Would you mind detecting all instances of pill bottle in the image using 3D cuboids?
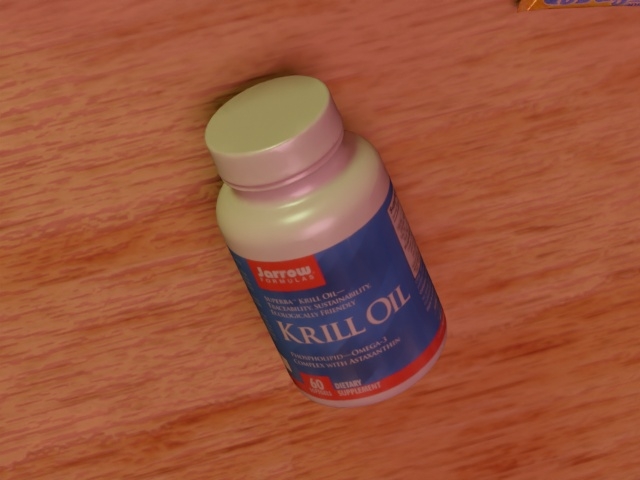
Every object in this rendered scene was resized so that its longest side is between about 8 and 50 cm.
[{"bbox_3d":[0.000,0.000,1.290,0.124,0.124,0.221,-25,123,0],"label":"pill bottle"}]

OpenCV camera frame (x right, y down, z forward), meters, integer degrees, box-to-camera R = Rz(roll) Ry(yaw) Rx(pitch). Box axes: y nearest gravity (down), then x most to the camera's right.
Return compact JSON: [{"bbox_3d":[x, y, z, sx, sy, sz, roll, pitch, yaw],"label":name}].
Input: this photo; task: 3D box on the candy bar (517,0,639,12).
[{"bbox_3d":[0.217,-0.181,1.305,0.161,0.018,0.040,-2,121,-14],"label":"candy bar"}]
